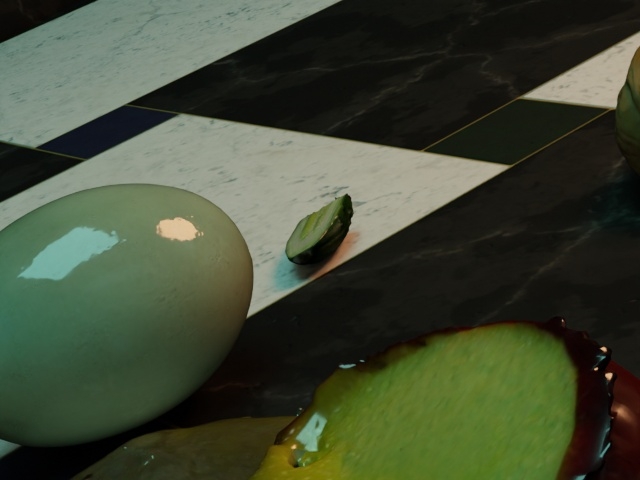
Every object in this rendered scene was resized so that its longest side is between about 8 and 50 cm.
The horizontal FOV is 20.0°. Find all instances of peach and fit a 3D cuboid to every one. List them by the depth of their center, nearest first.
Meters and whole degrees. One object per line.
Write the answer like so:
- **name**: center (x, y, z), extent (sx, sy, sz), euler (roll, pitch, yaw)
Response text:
- **peach**: center (0.096, 0.187, 0.996), extent (0.258, 0.201, 0.361), euler (-48, 22, -10)

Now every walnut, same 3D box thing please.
- **walnut**: center (0.339, -0.122, 1.659), extent (0.166, 0.149, 0.166), euler (-43, 11, 10)

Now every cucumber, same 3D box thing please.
- **cucumber**: center (0.000, 0.000, 1.761), extent (0.067, 0.035, 0.107), euler (-28, 16, 25)

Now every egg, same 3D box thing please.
- **egg**: center (-0.187, 0.062, 1.517), extent (0.282, 0.203, 0.203), euler (-31, 24, -18)

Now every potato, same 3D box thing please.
- **potato**: center (-0.073, 0.195, 1.185), extent (0.296, 0.141, 0.191), euler (-21, 24, -15)
